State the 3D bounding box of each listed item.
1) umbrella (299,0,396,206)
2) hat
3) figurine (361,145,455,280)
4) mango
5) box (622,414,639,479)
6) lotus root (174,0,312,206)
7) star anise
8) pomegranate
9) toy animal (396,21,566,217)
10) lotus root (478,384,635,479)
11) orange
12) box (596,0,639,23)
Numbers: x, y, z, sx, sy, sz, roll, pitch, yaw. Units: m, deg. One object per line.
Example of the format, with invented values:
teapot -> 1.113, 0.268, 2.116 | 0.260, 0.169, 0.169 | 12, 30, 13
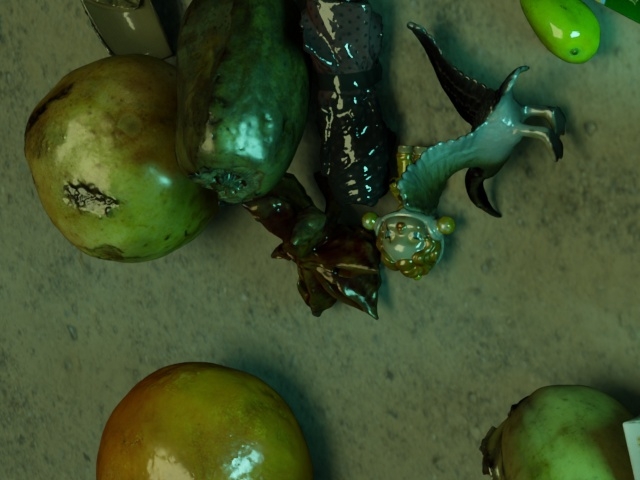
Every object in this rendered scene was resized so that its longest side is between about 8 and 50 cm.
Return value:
umbrella -> 0.028, -0.199, 2.011 | 0.090, 0.094, 0.326 | -81, -15, -78
hat -> -0.236, -0.307, 2.307 | 0.147, 0.085, 0.175 | -9, 117, 39
figurine -> 0.096, -0.031, 1.999 | 0.101, 0.068, 0.143 | -23, 82, 24
mango -> 0.231, -0.217, 1.787 | 0.056, 0.073, 0.108 | -48, 47, 13
box -> 0.371, 0.259, 1.701 | 0.067, 0.149, 0.233 | -9, 94, 47
lotus root -> -0.084, -0.178, 2.053 | 0.160, 0.152, 0.275 | 135, 141, -56
star anise -> -0.002, 0.003, 2.079 | 0.212, 0.111, 0.196 | 60, 175, -12
pomegranate -> -0.236, -0.098, 2.235 | 0.260, 0.260, 0.260 | 17, 113, 45
toy animal -> 0.170, -0.091, 1.856 | 0.160, 0.272, 0.197 | -15, 128, 33
lotus root -> 0.269, 0.283, 1.775 | 0.183, 0.182, 0.310 | -61, 35, 39
orange -> -0.145, 0.288, 2.246 | 0.284, 0.226, 0.284 | 14, 112, 39
box -> 0.271, -0.297, 1.743 | 0.235, 0.034, 0.132 | 35, 126, 38
